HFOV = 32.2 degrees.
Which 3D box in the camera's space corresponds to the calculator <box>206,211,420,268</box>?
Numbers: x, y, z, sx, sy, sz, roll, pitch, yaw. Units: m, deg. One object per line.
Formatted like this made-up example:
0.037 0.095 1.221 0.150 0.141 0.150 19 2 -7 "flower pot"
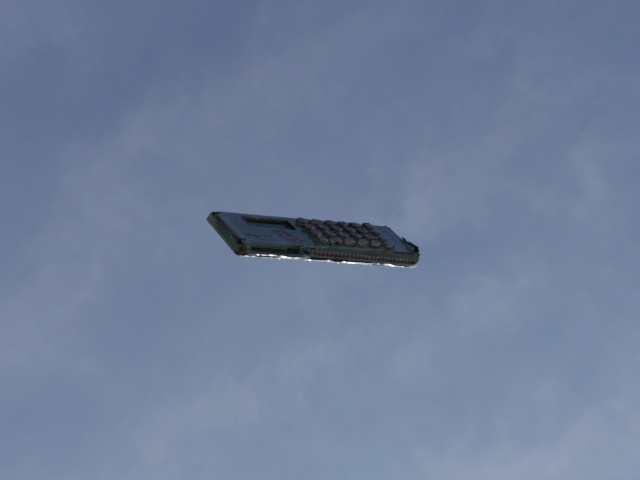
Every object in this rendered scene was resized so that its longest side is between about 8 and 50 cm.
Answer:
0.000 0.000 0.828 0.172 0.057 0.018 4 -65 -37 "calculator"
